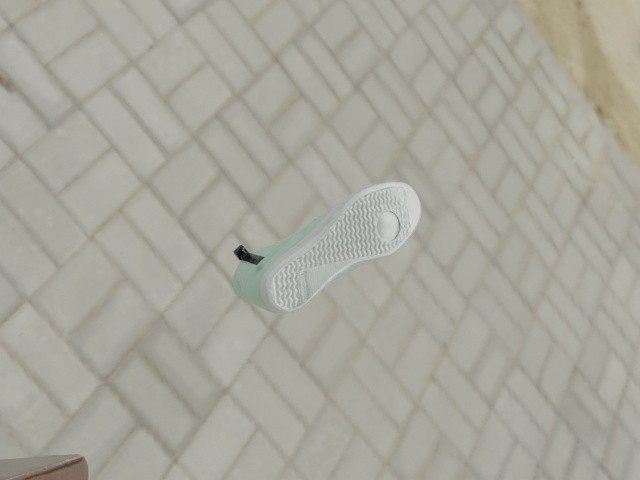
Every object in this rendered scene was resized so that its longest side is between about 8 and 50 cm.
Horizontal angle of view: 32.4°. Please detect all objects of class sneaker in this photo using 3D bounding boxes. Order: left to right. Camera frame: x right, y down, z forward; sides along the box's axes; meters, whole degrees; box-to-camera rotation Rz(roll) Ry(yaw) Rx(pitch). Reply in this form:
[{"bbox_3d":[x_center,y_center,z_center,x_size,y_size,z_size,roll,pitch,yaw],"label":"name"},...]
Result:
[{"bbox_3d":[-0.001,0.000,1.400,0.256,0.151,0.094,-32,107,-24],"label":"sneaker"}]

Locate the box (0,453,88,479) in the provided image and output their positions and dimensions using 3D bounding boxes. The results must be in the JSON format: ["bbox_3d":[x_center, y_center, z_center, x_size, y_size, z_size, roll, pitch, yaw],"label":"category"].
[{"bbox_3d":[-0.242,0.229,0.602,0.381,0.143,0.191,47,40,-81],"label":"box"}]
